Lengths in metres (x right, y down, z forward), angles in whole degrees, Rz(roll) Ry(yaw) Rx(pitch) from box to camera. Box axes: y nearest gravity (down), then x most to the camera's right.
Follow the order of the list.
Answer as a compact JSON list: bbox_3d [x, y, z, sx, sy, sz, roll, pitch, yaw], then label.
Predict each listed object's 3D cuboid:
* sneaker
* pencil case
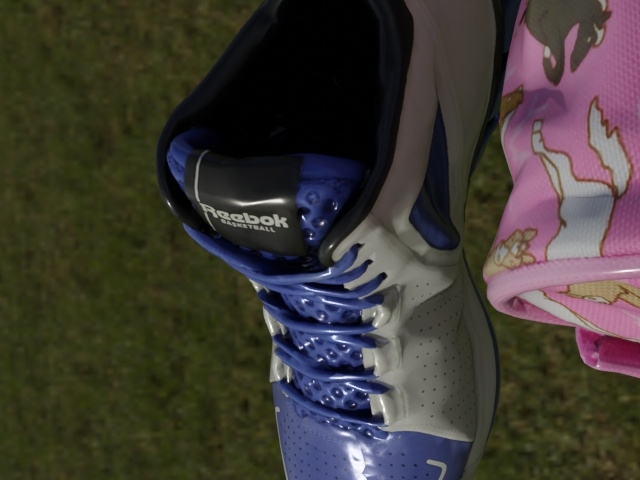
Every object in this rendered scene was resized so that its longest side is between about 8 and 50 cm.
[{"bbox_3d":[0.000,-0.001,0.687,0.127,0.182,0.316,18,114,28],"label":"sneaker"},{"bbox_3d":[0.125,-0.151,0.505,0.160,0.167,0.386,-5,77,16],"label":"pencil case"}]
